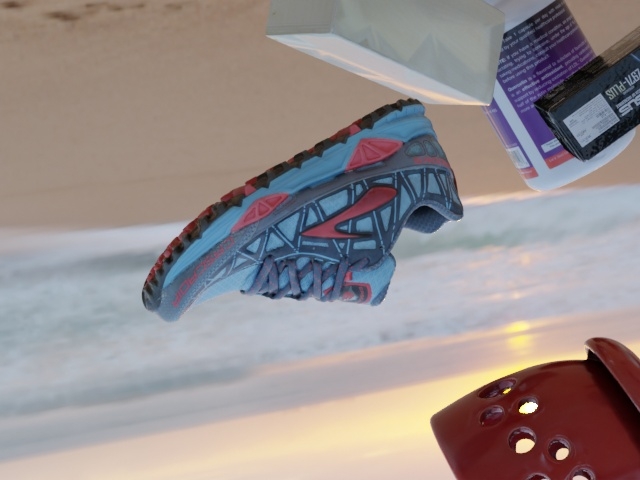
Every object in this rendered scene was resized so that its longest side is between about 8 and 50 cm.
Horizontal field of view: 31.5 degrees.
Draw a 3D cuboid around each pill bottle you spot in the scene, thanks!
[{"bbox_3d":[0.308,-0.246,1.653,0.181,0.323,0.181,-31,-173,4],"label":"pill bottle"}]

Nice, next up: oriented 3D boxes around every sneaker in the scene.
[{"bbox_3d":[0.000,0.000,0.810,0.262,0.125,0.104,-32,180,-22],"label":"sneaker"}]

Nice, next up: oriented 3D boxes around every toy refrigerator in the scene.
[{"bbox_3d":[0.069,-0.214,1.127,0.094,0.102,0.269,7,177,41],"label":"toy refrigerator"}]

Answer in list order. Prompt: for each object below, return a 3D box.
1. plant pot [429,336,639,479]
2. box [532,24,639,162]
[{"bbox_3d":[0.205,0.180,0.910,0.174,0.191,0.191,-34,170,3],"label":"plant pot"},{"bbox_3d":[0.360,-0.184,1.378,0.180,0.077,0.147,-36,-173,9],"label":"box"}]
